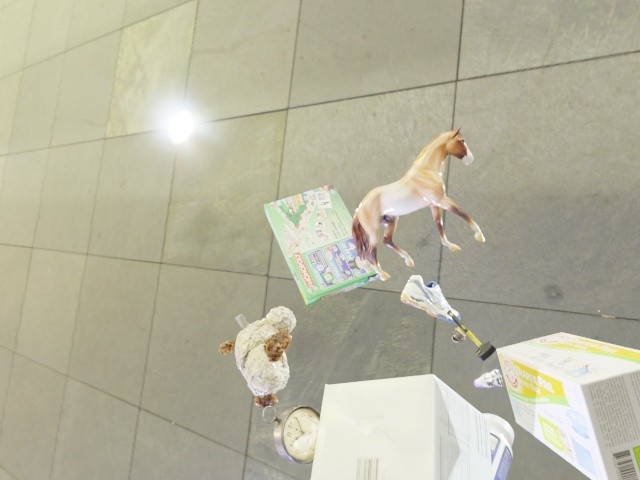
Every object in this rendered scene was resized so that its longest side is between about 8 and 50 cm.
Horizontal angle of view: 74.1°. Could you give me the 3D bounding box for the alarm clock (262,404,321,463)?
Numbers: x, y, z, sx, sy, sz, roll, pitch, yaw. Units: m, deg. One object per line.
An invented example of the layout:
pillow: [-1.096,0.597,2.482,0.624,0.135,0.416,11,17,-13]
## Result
alarm clock: [-0.065,0.463,1.034,0.064,0.192,0.129,-31,25,47]

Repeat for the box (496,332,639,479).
box: [0.318,0.191,0.519,0.103,0.203,0.114,-14,85,-1]

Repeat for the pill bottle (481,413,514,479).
pill bottle: [0.494,0.670,1.295,0.153,0.264,0.153,20,126,30]

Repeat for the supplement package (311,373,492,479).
supplement package: [0.131,0.319,0.648,0.194,0.203,0.149,-19,44,35]

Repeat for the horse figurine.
horse figurine: [0.139,-0.044,0.686,0.263,0.066,0.175,-27,85,36]

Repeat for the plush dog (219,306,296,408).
plush dog: [-0.164,0.334,1.187,0.225,0.210,0.263,-150,65,-66]

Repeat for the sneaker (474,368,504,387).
sneaker: [0.680,0.564,1.715,0.071,0.169,0.069,-37,53,42]

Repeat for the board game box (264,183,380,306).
board game box: [0.000,0.000,1.153,0.213,0.046,0.318,-19,61,-14]

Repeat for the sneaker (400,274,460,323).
sneaker: [0.467,0.238,1.711,0.111,0.296,0.131,2,67,63]

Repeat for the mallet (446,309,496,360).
mallet: [0.496,0.300,1.393,0.062,0.039,0.190,-35,70,5]

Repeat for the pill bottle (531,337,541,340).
pill bottle: [0.709,0.362,1.201,0.162,0.278,0.162,1,80,-7]

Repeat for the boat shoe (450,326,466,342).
boat shoe: [0.533,0.373,1.654,0.049,0.152,0.056,-41,63,-4]
